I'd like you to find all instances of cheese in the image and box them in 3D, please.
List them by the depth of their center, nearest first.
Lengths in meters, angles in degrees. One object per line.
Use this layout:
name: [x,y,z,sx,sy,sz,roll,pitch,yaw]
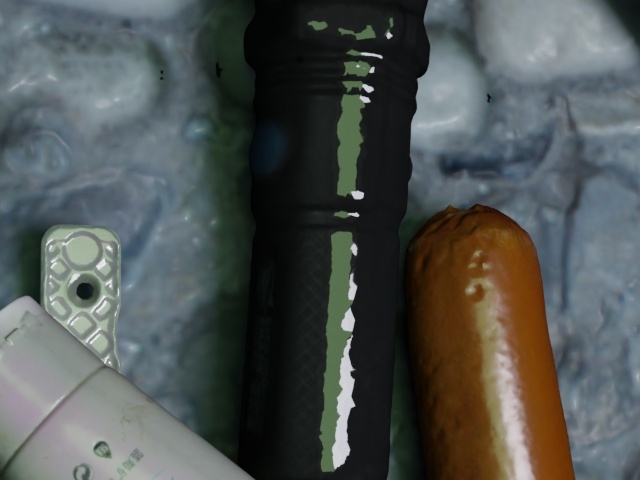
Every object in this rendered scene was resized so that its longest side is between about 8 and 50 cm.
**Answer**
cheese: [-0.120,0.118,0.704,0.127,0.050,0.255,-1,80,-13]

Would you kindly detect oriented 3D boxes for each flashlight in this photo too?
flashlight: [0.000,0.000,0.730,0.103,0.103,0.424,6,81,-13]

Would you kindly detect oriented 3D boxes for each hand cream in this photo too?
hand cream: [-0.037,0.150,0.645,0.312,0.070,0.111,43,88,3]

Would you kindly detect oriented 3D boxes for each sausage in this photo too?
sausage: [0.086,0.078,0.749,0.076,0.076,0.197,-5,82,-15]
